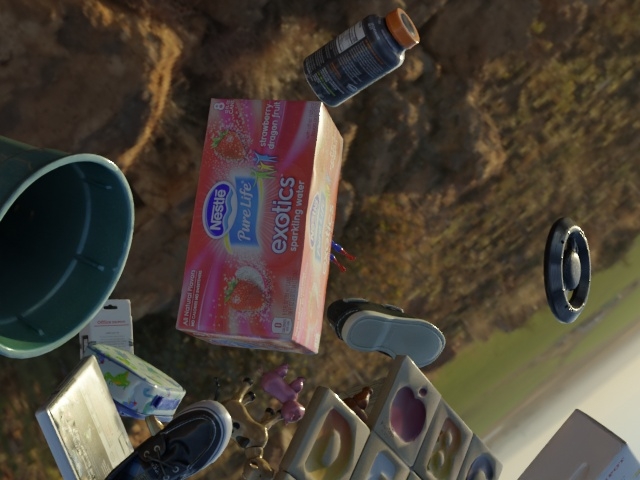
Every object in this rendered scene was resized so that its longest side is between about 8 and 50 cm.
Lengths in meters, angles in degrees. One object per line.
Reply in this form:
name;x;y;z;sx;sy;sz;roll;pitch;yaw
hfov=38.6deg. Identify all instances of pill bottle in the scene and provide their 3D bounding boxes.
pill bottle;0.093;-0.405;1.992;0.245;0.130;0.130;-29;167;26

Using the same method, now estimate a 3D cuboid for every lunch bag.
lunch bag;-0.362;0.277;1.748;0.090;0.176;0.219;-61;165;-5

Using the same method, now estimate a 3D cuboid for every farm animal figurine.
farm animal figurine;-0.030;0.390;1.611;0.330;0.327;0.172;-7;-155;37

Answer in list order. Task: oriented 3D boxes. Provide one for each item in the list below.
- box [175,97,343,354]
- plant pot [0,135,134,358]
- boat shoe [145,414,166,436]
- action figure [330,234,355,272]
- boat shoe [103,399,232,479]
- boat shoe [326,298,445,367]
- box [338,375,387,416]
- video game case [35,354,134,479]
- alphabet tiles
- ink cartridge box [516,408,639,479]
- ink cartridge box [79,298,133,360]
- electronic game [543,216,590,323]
box;-0.072;-0.017;1.159;0.154;0.300;0.142;5;167;14
plant pot;-0.541;-0.033;1.485;0.341;0.334;0.341;-45;148;-39
boat shoe;-0.268;0.358;1.647;0.045;0.050;0.135;-32;121;-3
action figure;0.000;0.000;1.364;0.038;0.115;0.030;-50;-174;3
boat shoe;-0.211;0.288;1.187;0.228;0.080;0.076;-35;177;25
boat shoe;0.138;0.181;1.862;0.302;0.091;0.114;27;100;-44
box;0.157;0.403;1.966;0.148;0.232;0.127;-15;110;-20
video game case;-0.325;0.282;1.289;0.022;0.190;0.173;-15;-165;12
alphabet tiles;0.028;0.262;0.592;0.285;0.011;0.343;49;56;-38
ink cartridge box;0.487;0.456;1.684;0.201;0.117;0.278;-49;139;-4
ink cartridge box;-0.478;0.224;2.039;0.104;0.180;0.060;2;170;-39
electronic game;0.531;0.064;1.972;0.048;0.229;0.229;-1;-175;35
